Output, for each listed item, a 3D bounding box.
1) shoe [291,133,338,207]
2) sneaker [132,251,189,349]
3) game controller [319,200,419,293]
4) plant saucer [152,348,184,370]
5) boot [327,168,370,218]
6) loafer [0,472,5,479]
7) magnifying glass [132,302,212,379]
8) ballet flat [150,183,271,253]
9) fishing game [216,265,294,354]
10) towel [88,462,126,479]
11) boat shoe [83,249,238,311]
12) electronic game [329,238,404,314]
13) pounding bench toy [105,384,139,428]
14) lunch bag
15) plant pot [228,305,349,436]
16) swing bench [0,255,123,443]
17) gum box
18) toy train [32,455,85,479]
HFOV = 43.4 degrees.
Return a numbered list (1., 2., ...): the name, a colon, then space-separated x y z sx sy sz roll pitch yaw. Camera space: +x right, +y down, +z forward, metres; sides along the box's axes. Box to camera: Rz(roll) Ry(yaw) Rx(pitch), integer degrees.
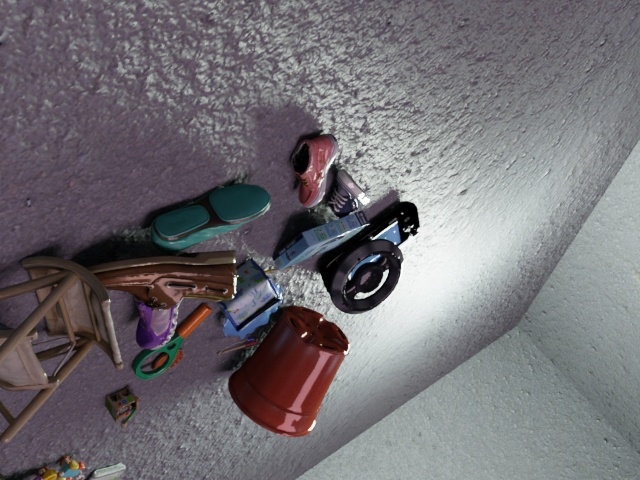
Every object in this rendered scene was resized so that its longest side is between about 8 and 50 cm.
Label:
1. shoe: -0.028 -0.137 1.640 0.081 0.063 0.178 -16 141 -41
2. sneaker: -0.333 0.122 1.606 0.104 0.095 0.236 -4 132 -46
3. game controller: 0.133 0.019 2.139 0.319 0.067 0.166 -36 156 -12
4. plant saucer: -0.365 0.286 1.923 0.083 0.013 0.083 -34 156 -18
5. boot: 0.053 -0.096 1.815 0.086 0.069 0.190 -38 159 5
6. loafer: -0.727 0.516 1.674 0.092 0.102 0.268 -40 158 -17
7. magnifying glass: -0.339 0.233 1.849 0.231 0.026 0.092 -44 144 6
8. ballet flat: -0.212 -0.041 1.520 0.247 0.083 0.087 -22 164 -30
9. fishing game: -0.172 0.167 1.976 0.189 0.041 0.264 -12 135 -48
10. towel: -0.615 0.671 2.213 0.152 0.023 0.113 -49 153 24
11. boat shoe: -0.288 0.079 1.474 0.307 0.104 0.111 -4 180 -30
12. electronic game: 0.124 0.097 2.124 0.229 0.048 0.229 -19 129 -24
13. pounding bench toy: -0.455 0.394 1.889 0.065 0.083 0.052 -24 151 -32
14. lunch bag: -0.164 0.137 1.845 0.129 0.096 0.151 -36 147 -10
15. plant pot: -0.071 0.339 2.177 0.272 0.272 0.265 -1 127 -55
16. swing bench: -0.488 0.171 1.369 0.255 0.165 0.253 -34 155 -28
17. gum box: 0.000 0.000 1.873 0.184 0.041 0.157 -22 171 -36
18. toy train: -0.660 0.581 1.961 0.166 0.046 0.125 -18 149 -36
